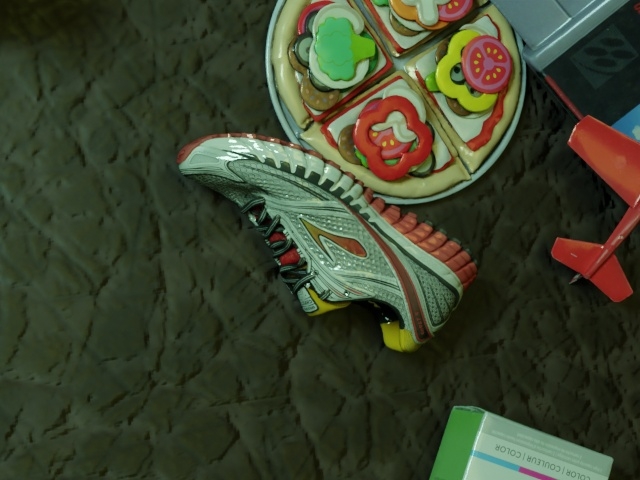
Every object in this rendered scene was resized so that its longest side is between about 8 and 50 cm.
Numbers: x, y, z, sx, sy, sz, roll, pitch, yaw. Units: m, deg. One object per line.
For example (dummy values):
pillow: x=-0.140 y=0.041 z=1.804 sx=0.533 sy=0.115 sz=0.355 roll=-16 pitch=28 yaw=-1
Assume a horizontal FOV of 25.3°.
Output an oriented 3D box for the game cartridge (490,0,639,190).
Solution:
game cartridge: x=0.310 y=-0.116 z=1.026 sx=0.230 sy=0.068 sz=0.355 roll=-40 pitch=103 yaw=13

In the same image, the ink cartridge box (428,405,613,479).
ink cartridge box: x=0.119 y=0.233 z=1.004 sx=0.109 sy=0.062 sz=0.209 roll=22 pitch=81 yaw=-16

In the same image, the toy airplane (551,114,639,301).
toy airplane: x=0.225 y=-0.019 z=1.027 sx=0.151 sy=0.028 sz=0.151 roll=3 pitch=113 yaw=8

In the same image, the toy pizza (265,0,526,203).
toy pizza: x=0.060 y=-0.127 z=1.022 sx=0.201 sy=0.032 sz=0.201 roll=1 pitch=87 yaw=-17

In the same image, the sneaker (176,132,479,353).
sneaker: x=0.000 y=0.000 z=0.967 sx=0.225 sy=0.088 sz=0.093 roll=31 pitch=80 yaw=-13
